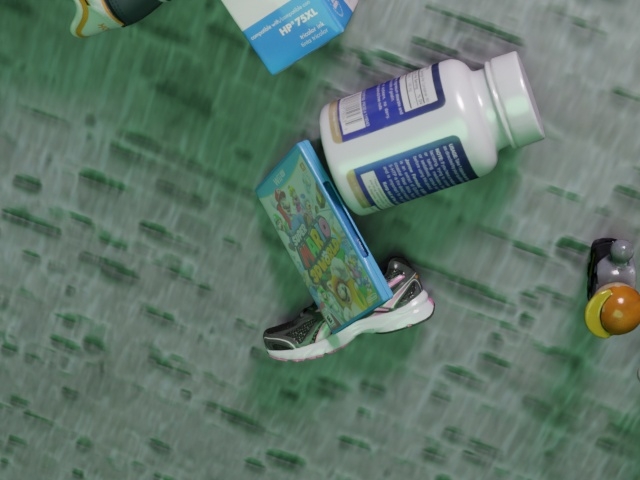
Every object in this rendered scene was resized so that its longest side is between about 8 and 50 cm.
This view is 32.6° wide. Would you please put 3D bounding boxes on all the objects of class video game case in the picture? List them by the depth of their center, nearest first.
[{"bbox_3d":[0.000,0.000,1.045,0.166,0.015,0.119,62,151,7],"label":"video game case"}]

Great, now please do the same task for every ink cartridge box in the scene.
[{"bbox_3d":[-0.064,-0.271,0.938,0.078,0.134,0.231,-29,108,19],"label":"ink cartridge box"}]

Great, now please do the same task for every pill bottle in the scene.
[{"bbox_3d":[0.103,-0.102,1.003,0.186,0.112,0.112,-18,110,16],"label":"pill bottle"}]

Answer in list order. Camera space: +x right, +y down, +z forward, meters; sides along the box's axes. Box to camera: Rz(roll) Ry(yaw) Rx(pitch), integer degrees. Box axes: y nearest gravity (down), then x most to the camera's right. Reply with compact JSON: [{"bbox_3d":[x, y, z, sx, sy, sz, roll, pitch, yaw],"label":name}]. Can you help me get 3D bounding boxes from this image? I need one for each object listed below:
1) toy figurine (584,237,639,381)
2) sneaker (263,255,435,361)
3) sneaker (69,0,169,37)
[{"bbox_3d":[0.366,0.058,1.017,0.209,0.148,0.213,-35,105,20],"label":"toy figurine"},{"bbox_3d":[0.023,0.064,1.122,0.178,0.072,0.077,-20,98,7],"label":"sneaker"},{"bbox_3d":[-0.257,-0.320,0.948,0.127,0.126,0.321,-30,108,13],"label":"sneaker"}]
